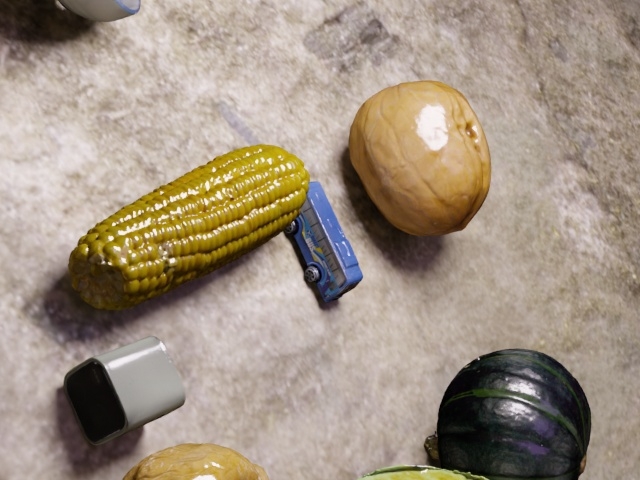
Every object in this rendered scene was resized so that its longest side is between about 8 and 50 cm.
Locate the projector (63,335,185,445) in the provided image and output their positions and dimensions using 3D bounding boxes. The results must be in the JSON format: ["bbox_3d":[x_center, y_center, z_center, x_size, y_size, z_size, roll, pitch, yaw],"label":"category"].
[{"bbox_3d":[-0.202,0.154,1.216,0.082,0.083,0.083,-19,82,-47],"label":"projector"}]

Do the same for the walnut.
[{"bbox_3d":[0.141,-0.111,1.617,0.195,0.195,0.222,-16,76,-47],"label":"walnut"}]

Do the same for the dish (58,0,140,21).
[{"bbox_3d":[-0.329,-0.359,1.355,0.273,0.133,0.273,-24,90,-81],"label":"dish"}]

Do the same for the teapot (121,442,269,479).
[{"bbox_3d":[-0.146,0.296,1.150,0.311,0.167,0.203,-52,135,-64],"label":"teapot"}]

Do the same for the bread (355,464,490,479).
[{"bbox_3d":[0.106,0.361,1.291,0.301,0.301,0.045,-57,151,-45],"label":"bread"}]

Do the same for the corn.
[{"bbox_3d":[-0.140,-0.022,1.351,0.363,0.120,0.120,-28,88,-48],"label":"corn"}]

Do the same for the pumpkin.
[{"bbox_3d":[0.234,0.259,1.493,0.250,0.216,0.250,29,57,-60],"label":"pumpkin"}]

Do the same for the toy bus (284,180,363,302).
[{"bbox_3d":[0.000,0.000,1.514,0.051,0.061,0.153,-15,77,-52],"label":"toy bus"}]
